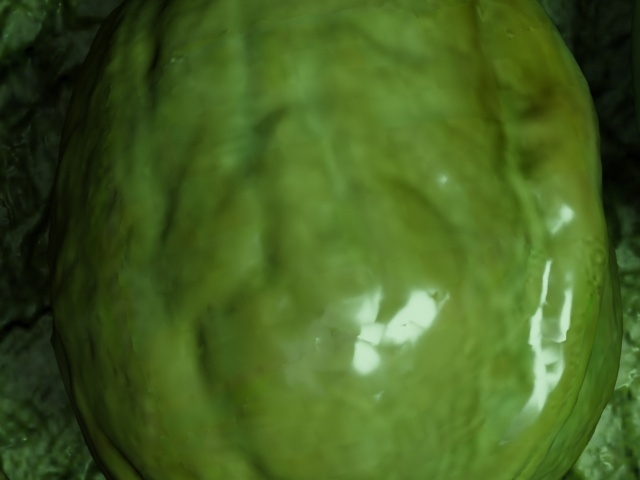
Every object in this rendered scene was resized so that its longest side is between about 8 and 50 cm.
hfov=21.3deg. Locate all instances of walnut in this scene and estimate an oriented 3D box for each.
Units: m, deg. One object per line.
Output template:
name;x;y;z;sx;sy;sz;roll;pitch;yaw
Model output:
walnut;0.000;0.000;0.700;0.283;0.227;0.283;-13;71;42

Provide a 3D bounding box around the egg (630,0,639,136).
egg;0.236;-0.065;0.680;0.219;0.219;0.269;-27;100;7

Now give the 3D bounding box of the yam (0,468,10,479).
yam;-0.168;0.119;0.826;0.032;0.032;0.145;-37;95;8
